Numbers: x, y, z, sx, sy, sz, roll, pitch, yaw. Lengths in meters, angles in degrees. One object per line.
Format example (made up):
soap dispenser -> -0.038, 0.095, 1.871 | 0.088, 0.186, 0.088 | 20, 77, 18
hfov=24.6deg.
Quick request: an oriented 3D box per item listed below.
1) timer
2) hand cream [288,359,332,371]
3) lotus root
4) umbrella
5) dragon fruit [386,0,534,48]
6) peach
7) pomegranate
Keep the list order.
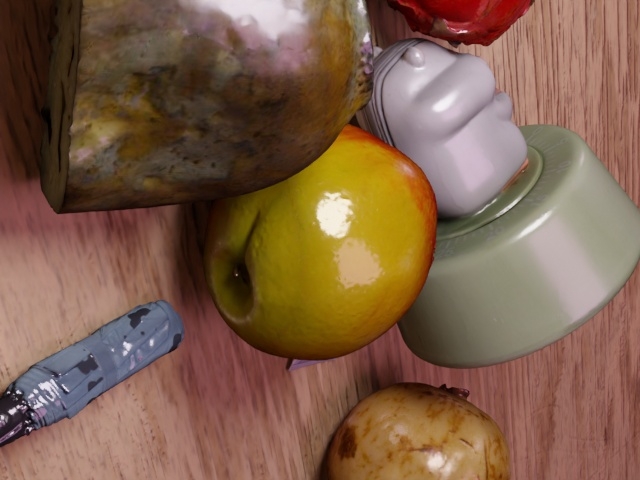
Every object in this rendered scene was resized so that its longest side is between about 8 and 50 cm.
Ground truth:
timer -> 0.148, -0.074, 1.536 | 0.291, 0.291, 0.315 | -45, 117, -28
hand cream -> 0.016, 0.078, 1.590 | 0.084, 0.053, 0.142 | -7, 123, -51
lotus root -> -0.078, -0.131, 1.161 | 0.260, 0.149, 0.267 | 1, 122, -19
umbrella -> -0.218, 0.120, 1.299 | 0.250, 0.052, 0.053 | -29, 130, -42
dragon fruit -> 0.131, -0.282, 1.446 | 0.172, 0.172, 0.209 | -50, 124, -24
peach -> 0.000, 0.000, 1.381 | 0.231, 0.231, 0.231 | -27, 128, -42
pomegranate -> 0.113, 0.259, 1.685 | 0.215, 0.215, 0.215 | -27, 128, -42
